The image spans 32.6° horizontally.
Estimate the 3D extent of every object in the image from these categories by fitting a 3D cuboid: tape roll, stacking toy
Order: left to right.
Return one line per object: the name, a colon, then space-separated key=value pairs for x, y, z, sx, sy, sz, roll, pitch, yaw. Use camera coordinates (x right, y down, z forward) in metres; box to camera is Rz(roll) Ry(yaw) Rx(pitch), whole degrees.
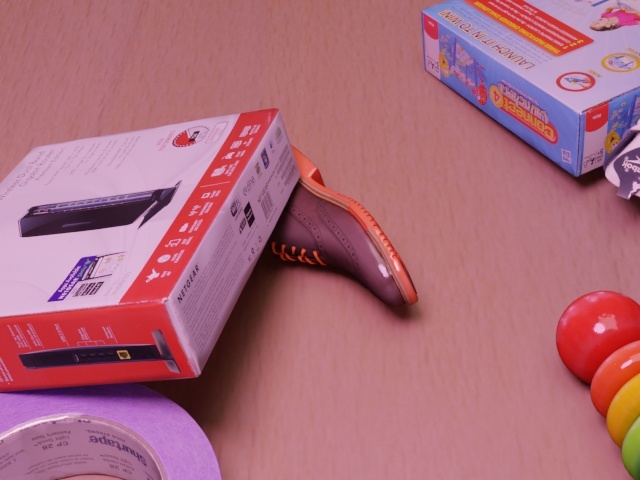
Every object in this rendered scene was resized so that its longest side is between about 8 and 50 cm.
tape roll: x=-0.211 y=0.245 z=0.897 sx=0.274 sy=0.090 sz=0.275 roll=-1 pitch=45 yaw=1
stacking toy: x=0.306 y=0.160 z=0.930 sx=0.141 sy=0.141 sz=0.330 roll=-14 pitch=41 yaw=-10

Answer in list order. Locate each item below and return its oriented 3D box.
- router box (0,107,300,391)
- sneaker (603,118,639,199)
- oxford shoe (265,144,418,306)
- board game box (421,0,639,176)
router box: x=-0.207 y=0.005 z=1.046 sx=0.301 sy=0.082 sz=0.335 roll=-7 pitch=31 yaw=20
sneaker: x=0.359 y=-0.116 z=1.138 sx=0.153 sy=0.235 sz=0.094 roll=-41 pitch=48 yaw=-17
oxford shoe: x=0.000 y=0.000 z=1.143 sx=0.098 sy=0.097 sz=0.271 roll=-39 pitch=46 yaw=-9
board game box: x=0.330 y=-0.232 z=1.322 sx=0.302 sy=0.086 sz=0.308 roll=-23 pitch=41 yaw=-19
